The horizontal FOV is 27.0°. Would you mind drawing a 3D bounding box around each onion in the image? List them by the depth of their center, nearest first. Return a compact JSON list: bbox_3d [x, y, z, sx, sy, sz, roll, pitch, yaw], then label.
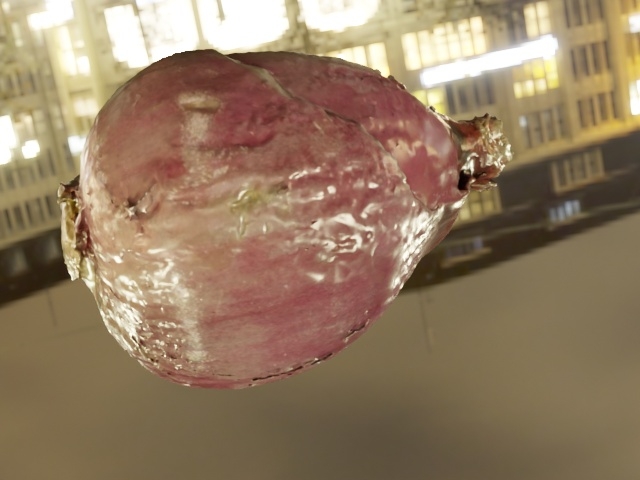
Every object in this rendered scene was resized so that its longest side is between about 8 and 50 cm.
[{"bbox_3d":[0.000,0.000,0.925,0.348,0.267,0.159,-10,-124,-11],"label":"onion"}]
